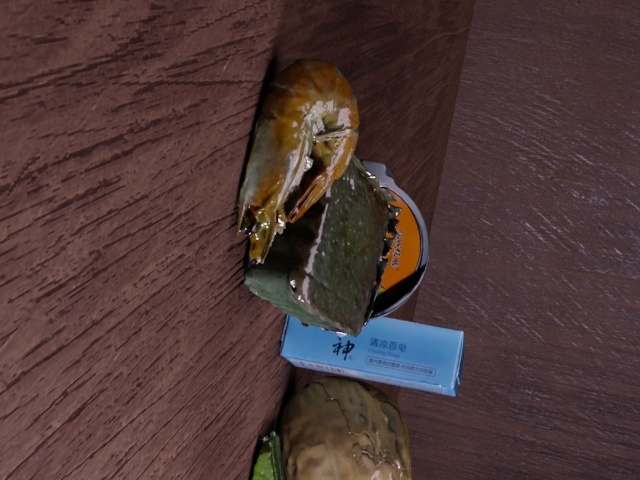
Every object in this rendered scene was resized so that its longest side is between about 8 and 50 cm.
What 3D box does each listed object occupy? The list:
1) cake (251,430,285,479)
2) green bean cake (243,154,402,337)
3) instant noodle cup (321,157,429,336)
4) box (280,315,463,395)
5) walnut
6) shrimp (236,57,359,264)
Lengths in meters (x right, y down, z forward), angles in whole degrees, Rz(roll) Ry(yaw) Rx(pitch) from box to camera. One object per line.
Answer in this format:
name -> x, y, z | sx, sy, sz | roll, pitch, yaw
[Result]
cake -> -0.053, 0.374, 1.632 | 0.100, 0.099, 0.235 | 10, 91, -82
green bean cake -> 0.000, 0.000, 1.363 | 0.181, 0.094, 0.173 | 36, 68, -58
instant noodle cup -> 0.036, 0.015, 1.525 | 0.208, 0.178, 0.125 | -62, -179, -9
box -> 0.073, 0.145, 1.664 | 0.142, 0.232, 0.083 | 60, 39, -76
walnut -> 0.031, 0.299, 1.731 | 0.198, 0.198, 0.245 | 89, -14, -54
shrimp -> -0.022, -0.077, 1.245 | 0.051, 0.115, 0.217 | 4, -107, 65
